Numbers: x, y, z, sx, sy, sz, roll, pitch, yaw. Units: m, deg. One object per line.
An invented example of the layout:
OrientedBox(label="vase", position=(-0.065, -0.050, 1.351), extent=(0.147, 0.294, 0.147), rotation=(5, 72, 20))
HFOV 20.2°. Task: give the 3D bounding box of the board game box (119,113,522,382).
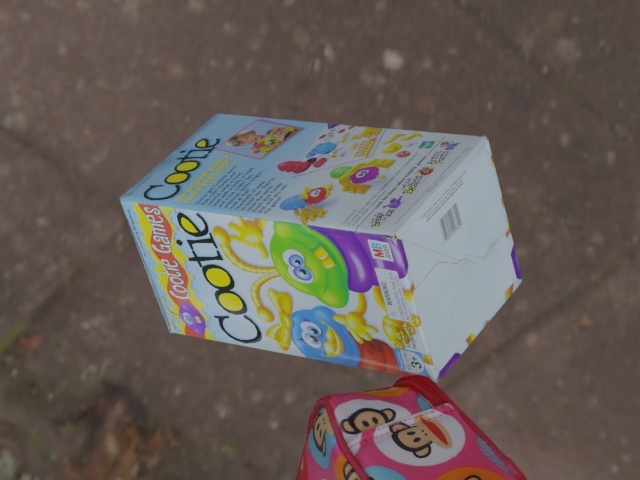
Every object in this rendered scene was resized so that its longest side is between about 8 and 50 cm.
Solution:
OrientedBox(label="board game box", position=(0.000, 0.000, 1.456), extent=(0.275, 0.144, 0.142), rotation=(8, 129, 37))

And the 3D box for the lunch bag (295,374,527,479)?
OrientedBox(label="lunch bag", position=(0.080, 0.270, 1.283), extent=(0.120, 0.293, 0.258), rotation=(-12, 130, -27))
